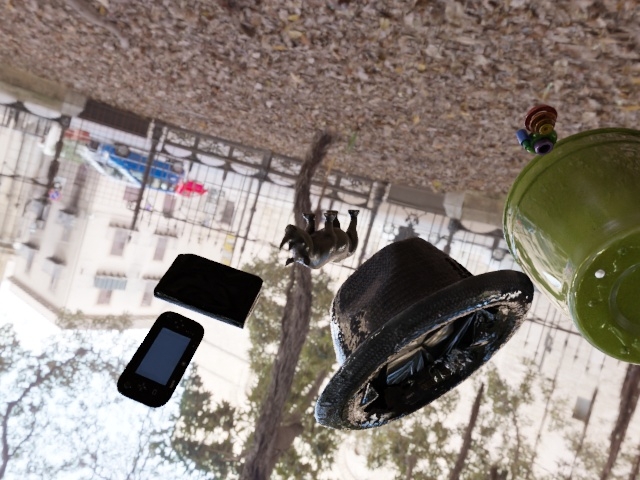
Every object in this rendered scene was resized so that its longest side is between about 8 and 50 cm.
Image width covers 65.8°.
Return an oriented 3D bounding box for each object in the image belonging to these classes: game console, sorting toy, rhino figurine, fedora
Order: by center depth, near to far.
[{"bbox_3d":[0.108,0.111,0.656,0.334,0.334,0.152,14,-144,-46],"label":"fedora"},{"bbox_3d":[0.343,-0.162,0.774,0.061,0.042,0.102,-17,139,16],"label":"sorting toy"},{"bbox_3d":[0.000,0.000,0.935,0.073,0.106,0.243,3,-172,32],"label":"rhino figurine"},{"bbox_3d":[-0.276,0.182,1.035,0.213,0.361,0.043,18,137,4],"label":"game console"}]

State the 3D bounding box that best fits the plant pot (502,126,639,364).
[{"bbox_3d":[0.521,0.020,0.852,0.367,0.366,0.353,15,-154,9],"label":"plant pot"}]
